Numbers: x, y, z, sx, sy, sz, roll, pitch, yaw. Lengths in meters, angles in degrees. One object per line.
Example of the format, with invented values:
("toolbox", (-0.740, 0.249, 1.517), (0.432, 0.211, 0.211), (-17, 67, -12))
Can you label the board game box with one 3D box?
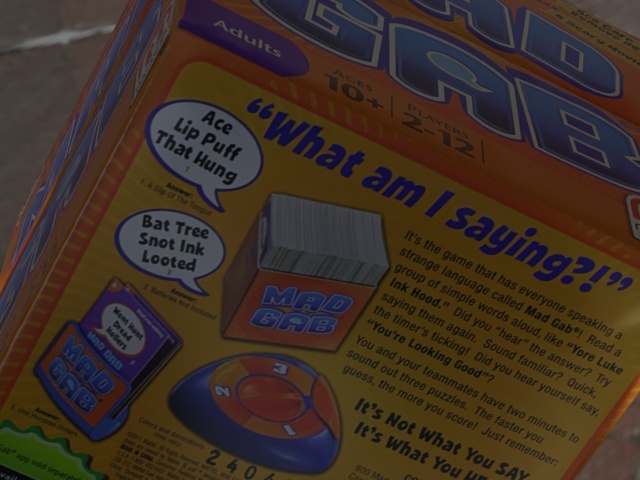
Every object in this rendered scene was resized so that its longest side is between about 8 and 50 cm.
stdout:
("board game box", (0.000, 0.000, 1.284), (0.356, 0.356, 0.356), (25, 118, -13))
